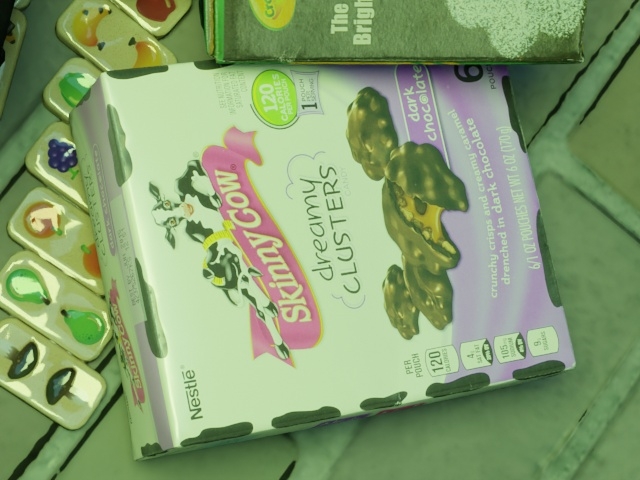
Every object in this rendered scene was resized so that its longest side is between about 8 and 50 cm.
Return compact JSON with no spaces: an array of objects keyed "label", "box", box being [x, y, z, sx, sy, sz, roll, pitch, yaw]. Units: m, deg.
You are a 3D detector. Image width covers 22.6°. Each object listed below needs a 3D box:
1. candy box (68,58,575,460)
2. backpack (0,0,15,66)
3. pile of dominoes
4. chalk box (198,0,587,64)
[{"label":"candy box","box":[0.000,0.000,0.727,0.196,0.070,0.165,-9,82,-23]},{"label":"backpack","box":[-0.292,-0.193,0.585,0.355,0.290,0.273,-2,117,-1]},{"label":"pile of dominoes","box":[-0.167,-0.053,0.722,0.196,0.040,0.251,15,77,-11]},{"label":"chalk box","box":[0.006,-0.158,0.709,0.213,0.132,0.132,1,114,-6]}]
